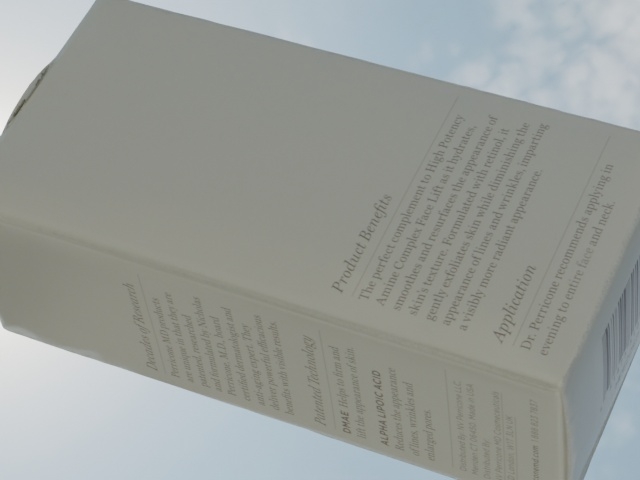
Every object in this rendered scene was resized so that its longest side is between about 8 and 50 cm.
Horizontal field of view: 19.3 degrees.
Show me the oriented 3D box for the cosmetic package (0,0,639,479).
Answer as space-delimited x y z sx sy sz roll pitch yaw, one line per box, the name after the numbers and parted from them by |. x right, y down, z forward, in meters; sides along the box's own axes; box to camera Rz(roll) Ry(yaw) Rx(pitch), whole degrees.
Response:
0.000 0.000 0.679 0.231 0.117 0.085 17 -35 21 | cosmetic package
